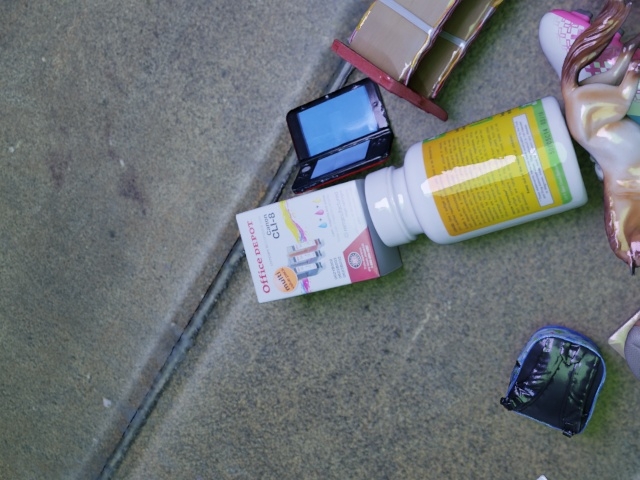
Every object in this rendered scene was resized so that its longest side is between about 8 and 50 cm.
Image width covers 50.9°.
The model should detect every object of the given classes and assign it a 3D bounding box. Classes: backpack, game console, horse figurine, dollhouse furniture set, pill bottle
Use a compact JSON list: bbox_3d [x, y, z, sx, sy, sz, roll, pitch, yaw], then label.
[{"bbox_3d":[0.296,0.167,0.839,0.105,0.084,0.114,22,107,16],"label":"backpack"},{"bbox_3d":[0.018,-0.143,0.915,0.144,0.124,0.085,-19,115,21],"label":"game console"},{"bbox_3d":[0.331,-0.117,0.697,0.174,0.066,0.263,-33,92,24],"label":"horse figurine"},{"bbox_3d":[0.057,-0.347,0.868,0.374,0.152,0.201,45,109,29],"label":"dollhouse furniture set"},{"bbox_3d":[0.186,-0.073,0.829,0.245,0.136,0.136,-17,89,21],"label":"pill bottle"}]

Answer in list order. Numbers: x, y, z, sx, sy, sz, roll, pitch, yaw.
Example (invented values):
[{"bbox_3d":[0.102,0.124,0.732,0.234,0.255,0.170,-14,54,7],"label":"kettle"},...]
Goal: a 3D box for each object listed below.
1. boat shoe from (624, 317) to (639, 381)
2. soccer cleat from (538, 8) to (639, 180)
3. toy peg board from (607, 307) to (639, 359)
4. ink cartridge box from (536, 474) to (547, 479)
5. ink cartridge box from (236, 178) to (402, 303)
[{"bbox_3d":[0.488,0.151,0.699,0.324,0.116,0.123,23,145,18],"label":"boat shoe"},{"bbox_3d":[0.353,-0.123,0.772,0.331,0.116,0.143,45,105,10],"label":"soccer cleat"},{"bbox_3d":[0.456,0.126,0.780,0.161,0.079,0.161,44,108,11],"label":"toy peg board"},{"bbox_3d":[0.316,0.426,0.892,0.145,0.045,0.179,-51,60,18],"label":"ink cartridge box"},{"bbox_3d":[0.000,0.000,0.909,0.176,0.127,0.128,-15,90,22],"label":"ink cartridge box"}]
